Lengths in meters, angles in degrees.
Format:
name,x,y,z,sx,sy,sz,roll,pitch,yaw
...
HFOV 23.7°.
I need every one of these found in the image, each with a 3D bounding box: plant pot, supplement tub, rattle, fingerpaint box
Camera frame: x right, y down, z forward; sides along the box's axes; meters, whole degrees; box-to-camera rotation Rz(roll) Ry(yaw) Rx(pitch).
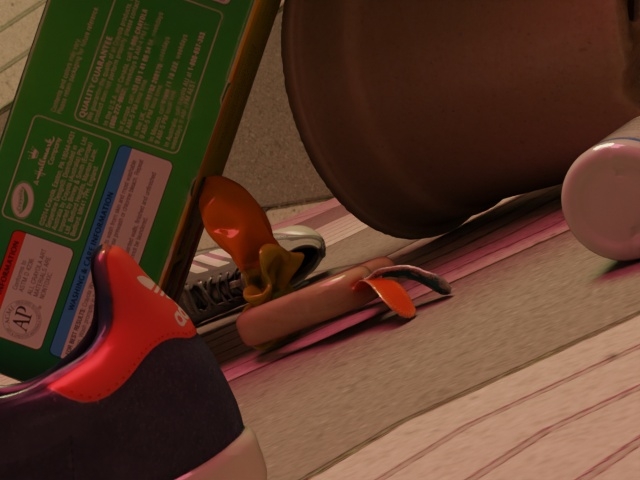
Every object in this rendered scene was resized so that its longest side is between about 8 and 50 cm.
name,x,y,z,sx,sy,sz,roll,pitch,yaw
plant pot,0.188,-0.173,1.335,0.305,0.333,0.334,-3,16,43
supplement tub,0.188,-0.033,0.892,0.071,0.071,0.107,-21,4,31
rattle,0.000,0.000,1.090,0.130,0.142,0.200,-4,-9,-19
fingerpaint box,-0.156,-0.112,1.315,0.163,0.444,0.371,19,4,-1

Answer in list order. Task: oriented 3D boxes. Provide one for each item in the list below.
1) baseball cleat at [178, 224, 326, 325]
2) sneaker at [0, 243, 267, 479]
name,x,y,z,sx,sy,sz,roll,pitch,yaw
baseball cleat,-0.093,0.039,1.564,0.206,0.072,0.109,-26,10,3
sneaker,-0.203,0.110,0.609,0.350,0.148,0.131,-24,4,-16
